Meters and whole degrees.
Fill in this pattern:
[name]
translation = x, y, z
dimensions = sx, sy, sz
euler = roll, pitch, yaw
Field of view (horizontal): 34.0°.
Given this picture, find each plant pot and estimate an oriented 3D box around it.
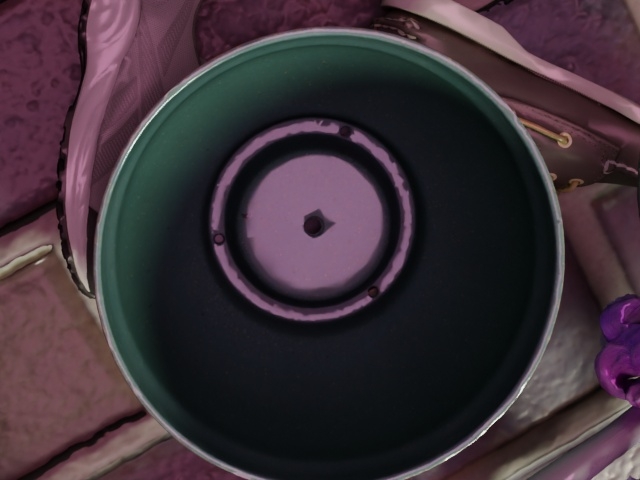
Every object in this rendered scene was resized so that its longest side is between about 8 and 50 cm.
[plant pot]
translation = 0.000, 0.000, 0.739
dimensions = 0.292, 0.196, 0.293
euler = -1, 100, -4

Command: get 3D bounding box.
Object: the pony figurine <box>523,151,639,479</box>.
[pony figurine]
translation = 0.274, 0.113, 0.746
dimensions = 0.363, 0.351, 0.303
euler = -42, 72, -1

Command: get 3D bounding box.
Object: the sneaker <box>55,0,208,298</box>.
[sneaker]
translation = -0.133, -0.087, 0.762
dimensions = 0.107, 0.100, 0.272
euler = 10, 96, -16

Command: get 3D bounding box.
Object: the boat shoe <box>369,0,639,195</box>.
[boat shoe]
translation = 0.168, -0.090, 0.807
dimensions = 0.305, 0.109, 0.091
euler = 27, 93, -6
